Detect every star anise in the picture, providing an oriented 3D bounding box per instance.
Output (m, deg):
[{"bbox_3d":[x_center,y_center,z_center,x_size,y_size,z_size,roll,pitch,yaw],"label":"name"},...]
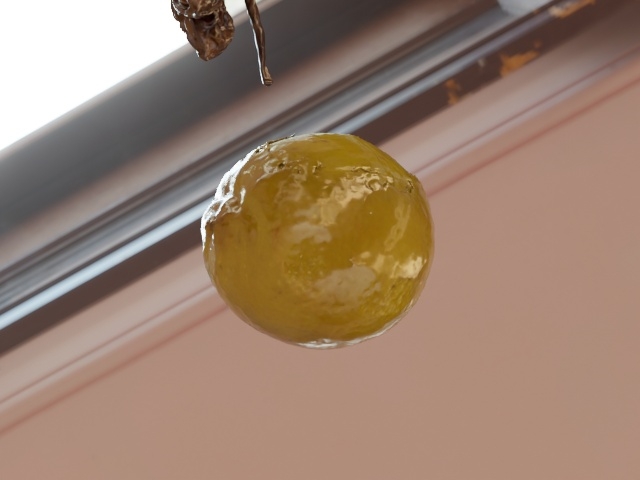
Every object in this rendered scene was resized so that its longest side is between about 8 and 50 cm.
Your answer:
[{"bbox_3d":[-0.090,-0.198,0.911,0.097,0.070,0.191,100,149,-69],"label":"star anise"}]

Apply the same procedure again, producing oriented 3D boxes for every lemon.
[{"bbox_3d":[0.000,0.000,1.413,0.297,0.297,0.297,61,-176,-7],"label":"lemon"}]
